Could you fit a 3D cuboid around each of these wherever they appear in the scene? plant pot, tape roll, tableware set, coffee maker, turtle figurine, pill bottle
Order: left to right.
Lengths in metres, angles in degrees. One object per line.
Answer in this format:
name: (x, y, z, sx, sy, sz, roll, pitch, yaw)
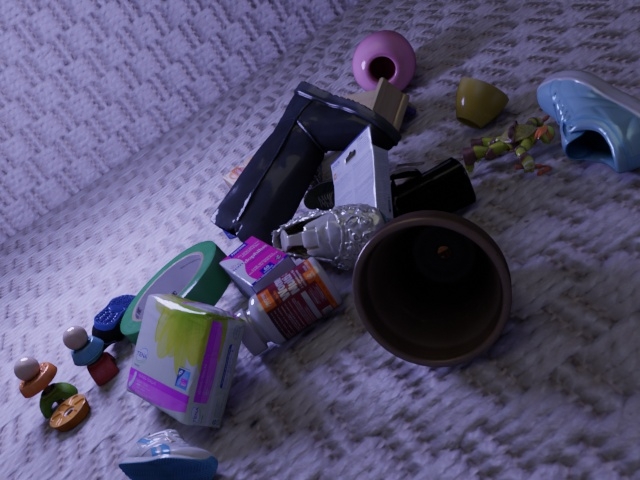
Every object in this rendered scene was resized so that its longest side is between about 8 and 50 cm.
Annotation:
tape roll: (-0.364, 0.139, 1.840, 0.321, 0.077, 0.321, -34, 23, 16)
pill bottle: (-0.073, 0.141, 1.523, 0.221, 0.121, 0.121, -34, 27, -3)
tableware set: (0.248, -0.152, 1.766, 0.194, 0.039, 0.128, -2, 28, 37)
coffee maker: (0.243, -0.088, 1.577, 0.178, 0.120, 0.171, -27, 43, 1)
plant pot: (0.208, 0.055, 1.269, 0.263, 0.263, 0.229, -21, 10, 23)
plant pot: (0.397, -0.341, 1.843, 0.134, 0.134, 0.095, 26, 90, 60)
turtle figurine: (0.430, -0.214, 1.615, 0.217, 0.087, 0.270, -13, 33, 34)

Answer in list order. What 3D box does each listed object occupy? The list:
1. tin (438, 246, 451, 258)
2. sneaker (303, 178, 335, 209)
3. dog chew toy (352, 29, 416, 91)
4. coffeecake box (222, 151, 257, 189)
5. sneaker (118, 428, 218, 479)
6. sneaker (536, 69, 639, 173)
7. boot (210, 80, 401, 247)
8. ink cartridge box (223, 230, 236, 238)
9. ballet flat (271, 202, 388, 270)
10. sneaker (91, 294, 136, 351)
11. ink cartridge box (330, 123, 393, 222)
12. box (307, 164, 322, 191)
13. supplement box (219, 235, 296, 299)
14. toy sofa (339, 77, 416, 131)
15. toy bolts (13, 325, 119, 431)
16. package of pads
tin: (0.222, 0.023, 1.500, 0.189, 0.040, 0.106, -31, 31, 3)
sneaker: (0.038, -0.121, 1.905, 0.192, 0.064, 0.086, -21, 24, 17)
dog chew toy: (0.215, -0.601, 2.395, 0.206, 0.207, 0.332, -23, 20, 18)
coffeecake box: (-0.209, -0.220, 2.338, 0.185, 0.068, 0.142, -37, 26, -10)
sneaker: (-0.276, 0.399, 1.348, 0.228, 0.087, 0.092, -10, 32, 35)
sneaker: (0.532, -0.243, 1.477, 0.150, 0.135, 0.366, -31, 31, -6)
boot: (-0.043, -0.155, 1.849, 0.367, 0.146, 0.445, 31, 85, 41)
ink cartridge box: (-0.207, -0.093, 2.146, 0.097, 0.046, 0.207, -16, 31, 32)
ballet flat: (0.000, 0.000, 1.600, 0.147, 0.147, 0.409, -43, 14, -20)
sneaker: (-0.550, 0.220, 1.955, 0.081, 0.091, 0.232, 17, 18, 9)
ink cartridge box: (0.091, -0.113, 1.633, 0.223, 0.045, 0.224, 140, 130, -61)
box: (-0.051, -0.251, 2.118, 0.044, 0.159, 0.233, -26, 28, 13)
supplement box: (-0.132, 0.084, 1.694, 0.111, 0.114, 0.220, -41, 26, -14)
toy sofa: (0.104, -0.362, 2.189, 0.362, 0.177, 0.150, 3, 68, 49)
toy bolts: (-0.621, 0.324, 1.764, 0.228, 0.159, 0.218, -40, 28, -15)
package of pads: (-0.287, 0.236, 1.505, 0.296, 0.101, 0.229, 6, 82, 51)
